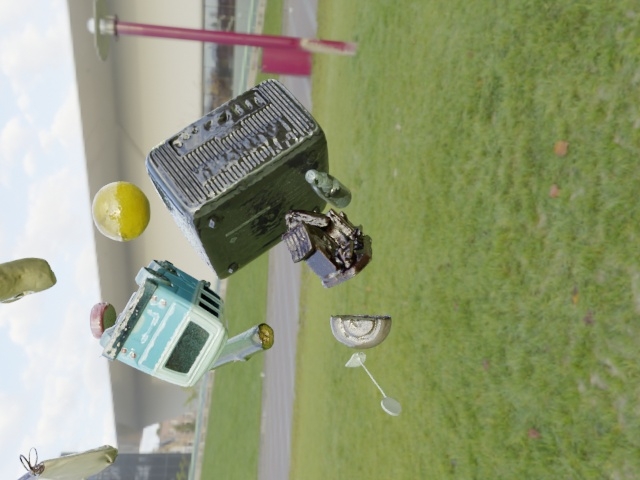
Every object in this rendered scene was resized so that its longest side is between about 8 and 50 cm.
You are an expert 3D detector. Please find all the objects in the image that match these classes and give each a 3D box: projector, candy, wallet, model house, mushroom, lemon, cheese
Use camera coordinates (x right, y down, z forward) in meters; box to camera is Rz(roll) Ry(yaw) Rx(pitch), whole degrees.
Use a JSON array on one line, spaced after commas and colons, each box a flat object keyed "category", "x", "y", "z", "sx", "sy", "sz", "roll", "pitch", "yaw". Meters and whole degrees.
[{"category": "projector", "x": -0.185, "y": -0.139, "z": 1.471, "sx": 0.242, "sy": 0.395, "sz": 0.405, "roll": 51, "pitch": 165, "yaw": 20}, {"category": "candy", "x": -0.592, "y": 0.219, "z": 1.583, "sx": 0.103, "sy": 0.043, "sz": 0.103, "roll": -1, "pitch": -90, "yaw": -88}, {"category": "wallet", "x": -0.715, "y": 0.634, "z": 1.589, "sx": 0.335, "sy": 0.275, "sz": 0.068, "roll": -42, "pitch": 58, "yaw": 33}, {"category": "model house", "x": 0.007, "y": -0.005, "z": 1.113, "sx": 0.164, "sy": 0.141, "sz": 0.203, "roll": 52, "pitch": -175, "yaw": -7}, {"category": "mushroom", "x": 0.128, "y": 0.278, "z": 1.788, "sx": 0.141, "sy": 0.188, "sz": 0.117, "roll": -47, "pitch": -49, "yaw": -76}, {"category": "lemon", "x": -0.622, "y": -0.088, "z": 1.817, "sx": 0.178, "sy": 0.179, "sz": 0.203, "roll": 104, "pitch": 160, "yaw": -52}, {"category": "cheese", "x": -0.741, "y": 0.103, "z": 1.331, "sx": 0.263, "sy": 0.159, "sz": 0.093, "roll": -16, "pitch": -90, "yaw": -60}]

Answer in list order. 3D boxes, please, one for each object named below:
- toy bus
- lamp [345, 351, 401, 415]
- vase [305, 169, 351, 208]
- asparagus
[{"category": "toy bus", "x": -0.232, "y": 0.127, "z": 0.930, "sx": 0.133, "sy": 0.165, "sz": 0.271, "roll": -60, "pitch": 10, "yaw": -1}, {"category": "lamp", "x": 0.128, "y": 0.355, "z": 1.410, "sx": 0.198, "sy": 0.050, "sz": 0.056, "roll": 54, "pitch": 126, "yaw": 45}, {"category": "vase", "x": 0.016, "y": -0.124, "z": 1.364, "sx": 0.211, "sy": 0.060, "sz": 0.059, "roll": 24, "pitch": -114, "yaw": -67}, {"category": "asparagus", "x": -0.202, "y": 0.259, "z": 1.387, "sx": 0.278, "sy": 0.060, "sz": 0.067, "roll": -27, "pitch": 95, "yaw": 45}]
